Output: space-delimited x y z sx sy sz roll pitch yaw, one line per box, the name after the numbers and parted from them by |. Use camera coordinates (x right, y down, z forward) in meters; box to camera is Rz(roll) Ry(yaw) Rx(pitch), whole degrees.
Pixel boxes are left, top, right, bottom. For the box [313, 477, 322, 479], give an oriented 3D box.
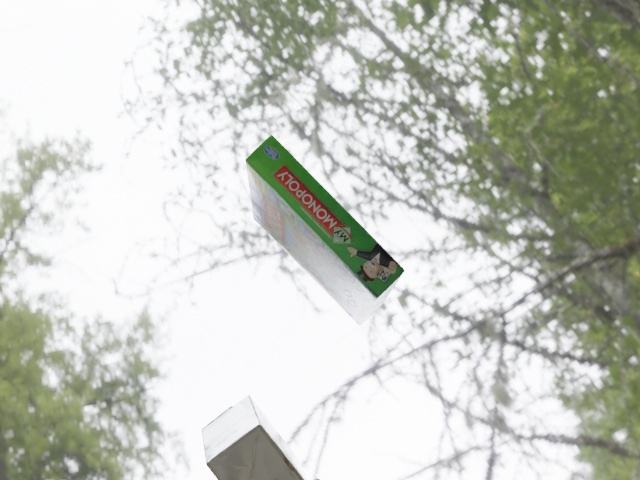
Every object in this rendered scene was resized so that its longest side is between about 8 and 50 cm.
0.082 0.306 0.799 0.163 0.247 0.142 40 -104 -37 | box

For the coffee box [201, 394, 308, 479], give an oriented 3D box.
-0.098 0.332 1.640 0.098 0.246 0.141 -37 -83 -5 | coffee box

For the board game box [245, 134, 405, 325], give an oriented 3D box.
0.000 0.000 1.339 0.046 0.213 0.317 -44 -7 -8 | board game box
